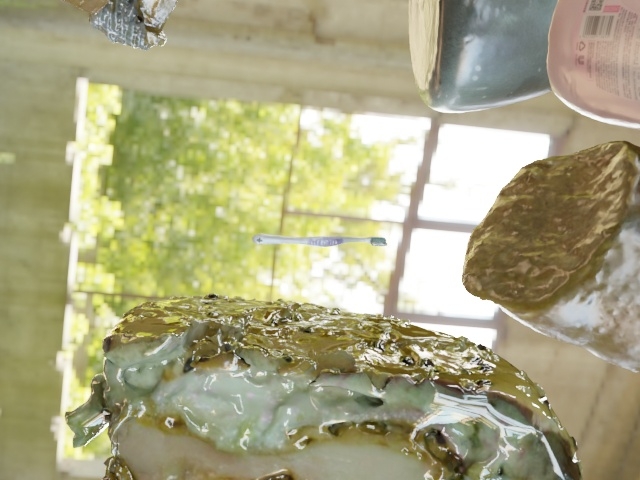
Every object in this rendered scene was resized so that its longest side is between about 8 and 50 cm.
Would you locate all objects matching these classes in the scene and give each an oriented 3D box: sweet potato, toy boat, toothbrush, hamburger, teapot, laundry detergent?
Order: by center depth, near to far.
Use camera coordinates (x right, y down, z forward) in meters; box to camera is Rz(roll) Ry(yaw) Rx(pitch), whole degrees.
[{"bbox_3d":[-0.001,0.126,0.778,0.192,0.288,0.168,-70,168,-79],"label":"hamburger"},{"bbox_3d":[0.301,-0.150,0.988,0.335,0.087,0.159,17,-87,60],"label":"laundry detergent"},{"bbox_3d":[0.295,0.038,1.010,0.158,0.369,0.158,21,90,-90],"label":"sweet potato"},{"bbox_3d":[0.000,0.000,1.277,0.013,0.131,0.011,-124,-142,-64],"label":"toothbrush"},{"bbox_3d":[0.254,-0.294,1.528,0.223,0.285,0.305,-110,-159,-70],"label":"teapot"},{"bbox_3d":[-0.362,-0.365,1.658,0.136,0.445,0.162,-58,-154,16],"label":"toy boat"}]
